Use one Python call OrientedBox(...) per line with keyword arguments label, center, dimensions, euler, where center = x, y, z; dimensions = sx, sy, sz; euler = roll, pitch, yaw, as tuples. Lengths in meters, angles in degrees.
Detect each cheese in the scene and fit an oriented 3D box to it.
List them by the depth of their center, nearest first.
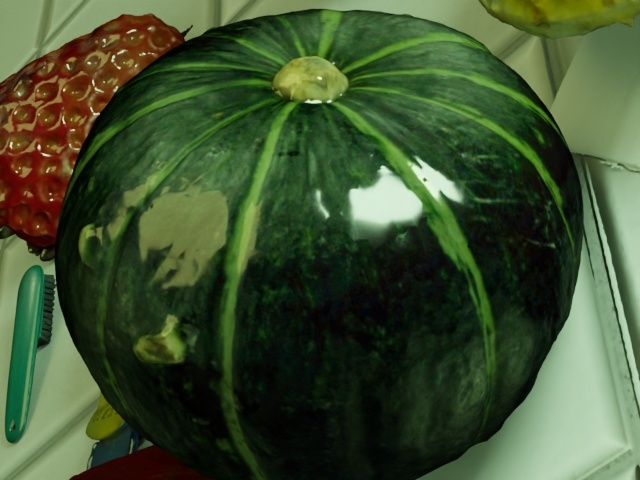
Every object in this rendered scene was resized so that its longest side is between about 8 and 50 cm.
OrientedBox(label="cheese", center=(-0.165, 0.095, 1.316), dimensions=(0.156, 0.064, 0.250), euler=(-21, 55, 50))

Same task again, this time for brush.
OrientedBox(label="brush", center=(-0.290, 0.115, 1.539), dimensions=(0.043, 0.032, 0.193), euler=(-25, 53, 39))

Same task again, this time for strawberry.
OrientedBox(label="strawberry", center=(-0.285, -0.124, 1.641), dimensions=(0.280, 0.150, 0.253), euler=(-25, 42, 48))

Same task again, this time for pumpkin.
OrientedBox(label="pumpkin", center=(0.000, 0.000, 0.909), dimensions=(0.323, 0.241, 0.323), euler=(-8, 31, 5))

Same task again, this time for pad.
OrientedBox(label="pad", center=(0.223, -0.154, 0.970), dimensions=(0.156, 0.004, 0.232), euler=(28, 95, 62))

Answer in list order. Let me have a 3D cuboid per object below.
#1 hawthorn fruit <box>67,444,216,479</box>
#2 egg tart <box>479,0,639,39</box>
OrientedBox(label="hawthorn fruit", center=(-0.101, 0.216, 0.930), dimensions=(0.185, 0.202, 0.185), euler=(1, 92, 36))
OrientedBox(label="egg tart", center=(0.209, -0.251, 0.934), dimensions=(0.315, 0.120, 0.315), euler=(-39, 40, 44))
